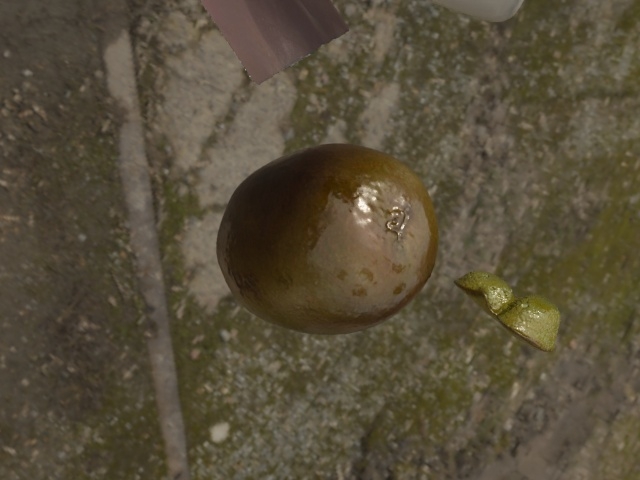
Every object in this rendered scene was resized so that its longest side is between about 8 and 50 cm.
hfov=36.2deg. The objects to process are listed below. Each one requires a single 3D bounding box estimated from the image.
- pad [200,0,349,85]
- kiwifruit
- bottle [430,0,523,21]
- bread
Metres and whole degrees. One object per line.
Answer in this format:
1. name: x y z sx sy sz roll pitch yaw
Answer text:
1. pad: -0.039 -0.194 0.774 0.113 0.006 0.188 57 33 -8
2. kiwifruit: 0.000 0.000 0.978 0.196 0.234 0.196 6 81 -44
3. bottle: 0.057 -0.268 0.741 0.147 0.236 0.147 18 90 -89
4. bread: 0.259 0.086 1.317 0.065 0.149 0.188 -58 153 6
